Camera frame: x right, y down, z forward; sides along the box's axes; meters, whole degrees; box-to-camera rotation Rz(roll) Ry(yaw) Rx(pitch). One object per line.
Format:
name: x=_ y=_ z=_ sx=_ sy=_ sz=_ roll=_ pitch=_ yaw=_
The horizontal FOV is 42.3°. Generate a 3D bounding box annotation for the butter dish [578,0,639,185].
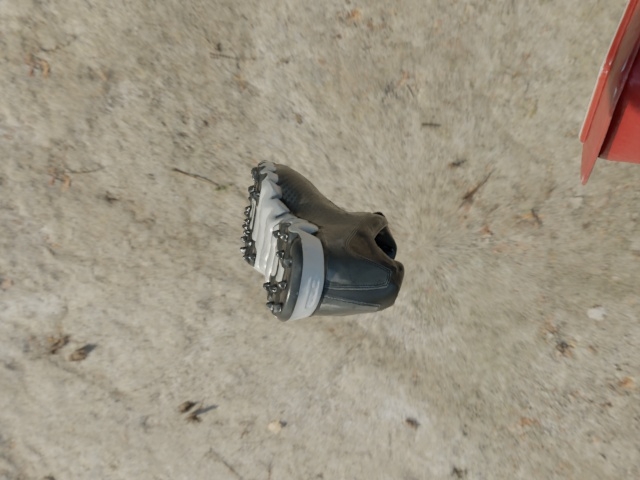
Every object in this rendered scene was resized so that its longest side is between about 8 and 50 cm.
butter dish: x=0.259 y=-0.117 z=0.570 sx=0.118 sy=0.160 sz=0.160 roll=22 pitch=74 yaw=16

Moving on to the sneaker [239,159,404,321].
sneaker: x=0.000 y=0.000 z=0.633 sx=0.106 sy=0.234 sz=0.078 roll=7 pitch=109 yaw=-16
